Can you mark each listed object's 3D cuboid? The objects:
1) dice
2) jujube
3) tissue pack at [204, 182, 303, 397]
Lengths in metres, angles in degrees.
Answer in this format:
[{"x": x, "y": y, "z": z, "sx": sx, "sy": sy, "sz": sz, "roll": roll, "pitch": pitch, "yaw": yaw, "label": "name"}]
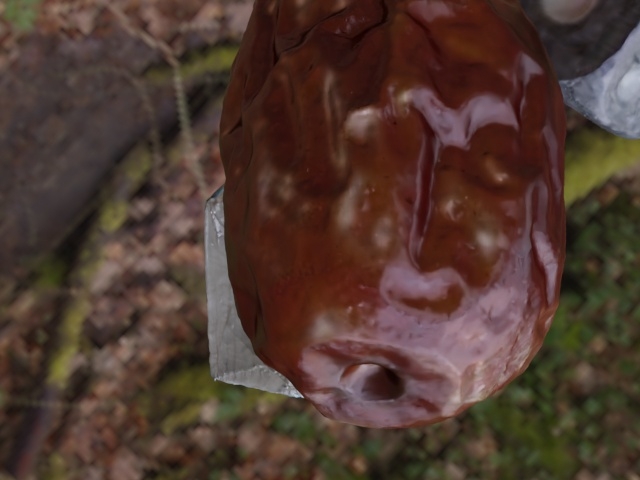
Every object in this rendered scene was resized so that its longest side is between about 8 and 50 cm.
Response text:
[{"x": 0.287, "y": -0.222, "z": 1.919, "sx": 0.182, "sy": 0.181, "sz": 0.183, "roll": -55, "pitch": 145, "yaw": 11, "label": "dice"}, {"x": 0.036, "y": -0.033, "z": 0.919, "sx": 0.174, "sy": 0.174, "sz": 0.250, "roll": 98, "pitch": -4, "yaw": -51, "label": "jujube"}, {"x": 0.000, "y": 0.002, "z": 1.765, "sx": 0.271, "sy": 0.124, "sz": 0.201, "roll": -46, "pitch": 145, "yaw": -54, "label": "tissue pack"}]
